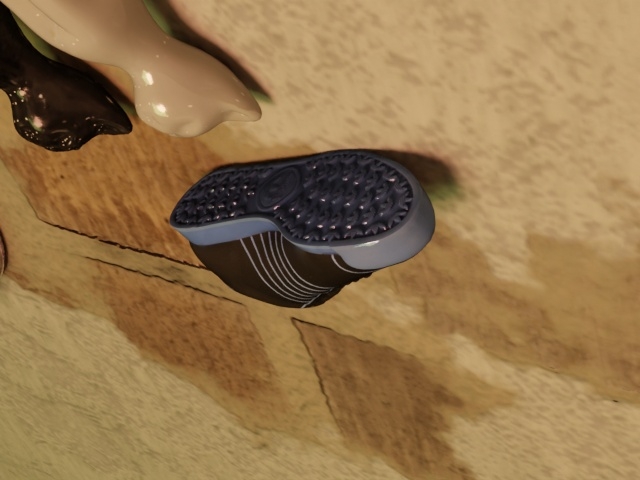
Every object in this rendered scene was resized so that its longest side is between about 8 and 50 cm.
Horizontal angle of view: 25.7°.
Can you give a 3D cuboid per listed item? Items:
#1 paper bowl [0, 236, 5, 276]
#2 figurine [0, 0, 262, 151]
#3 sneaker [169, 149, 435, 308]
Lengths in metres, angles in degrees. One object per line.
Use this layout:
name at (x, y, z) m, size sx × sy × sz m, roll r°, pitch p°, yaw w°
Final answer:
paper bowl at (-0.439, -0.005, 1.259) m, size 0.284 × 0.148 × 0.284 m, roll 25°, pitch 151°, yaw 15°
figurine at (-0.162, -0.128, 0.881) m, size 0.215 × 0.092 × 0.209 m, roll 0°, pitch 145°, yaw 43°
sneaker at (0.000, 0.000, 0.914) m, size 0.232 × 0.081 × 0.090 m, roll 5°, pitch 144°, yaw 51°
